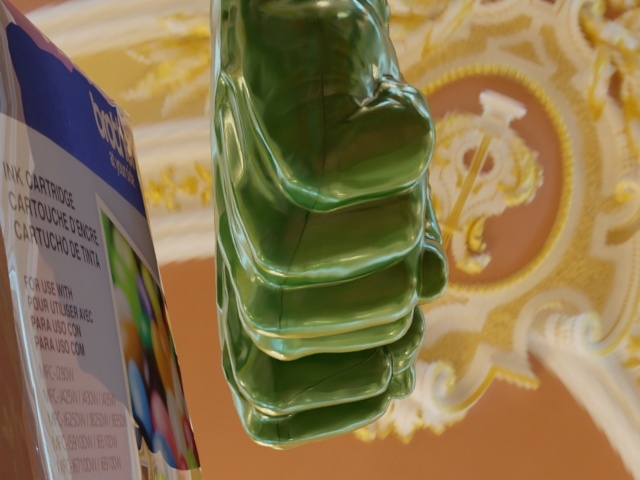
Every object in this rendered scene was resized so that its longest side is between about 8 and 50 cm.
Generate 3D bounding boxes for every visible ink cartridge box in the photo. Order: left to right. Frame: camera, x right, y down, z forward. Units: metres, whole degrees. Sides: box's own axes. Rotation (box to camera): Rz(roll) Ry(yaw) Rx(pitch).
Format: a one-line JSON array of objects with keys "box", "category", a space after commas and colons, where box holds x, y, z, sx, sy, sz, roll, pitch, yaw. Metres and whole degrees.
[{"box": [-0.076, 0.051, 0.399, 0.065, 0.186, 0.311, -15, -99, 3], "category": "ink cartridge box"}]

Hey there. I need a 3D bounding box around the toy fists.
[{"box": [0.000, 0.000, 0.641, 0.096, 0.279, 0.142, -1, -116, -5], "category": "toy fists"}]
